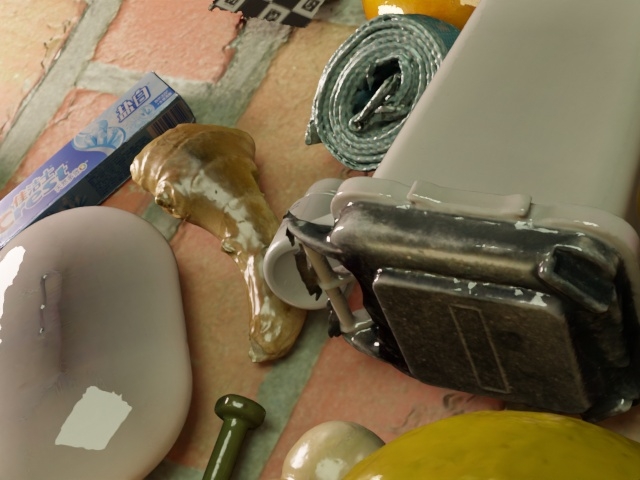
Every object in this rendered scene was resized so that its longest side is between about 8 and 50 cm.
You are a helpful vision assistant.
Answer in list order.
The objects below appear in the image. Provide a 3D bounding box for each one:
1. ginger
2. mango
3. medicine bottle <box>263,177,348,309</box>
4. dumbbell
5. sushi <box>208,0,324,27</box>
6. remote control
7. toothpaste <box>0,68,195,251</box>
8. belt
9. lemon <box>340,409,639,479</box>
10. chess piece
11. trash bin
[{"bbox_3d":[-0.092,-0.011,1.336,0.131,0.086,0.294,-11,55,-24],"label":"ginger"},{"bbox_3d":[0.124,-0.247,1.385,0.219,0.112,0.144,27,76,44],"label":"mango"},{"bbox_3d":[0.000,0.000,1.268,0.080,0.080,0.130,-6,28,19],"label":"medicine bottle"},{"bbox_3d":[-0.088,0.198,1.220,0.046,0.052,0.118,26,65,-14],"label":"dumbbell"},{"bbox_3d":[-0.020,-0.309,1.529,0.139,0.031,0.201,20,65,32],"label":"sushi"},{"bbox_3d":[-0.236,0.105,1.307,0.221,0.103,0.332,-16,55,5],"label":"remote control"},{"bbox_3d":[-0.260,-0.071,1.461,0.272,0.053,0.066,-42,53,-6],"label":"toothpaste"},{"bbox_3d":[0.070,-0.141,1.308,0.148,0.082,0.163,30,116,28],"label":"belt"},{"bbox_3d":[0.136,0.275,0.905,0.348,0.348,0.347,-11,56,16],"label":"lemon"},{"bbox_3d":[-0.031,0.266,1.117,0.143,0.142,0.261,28,66,34],"label":"chess piece"},{"bbox_3d":[0.174,-0.059,1.168,0.296,0.255,0.367,8,57,28],"label":"trash bin"}]
